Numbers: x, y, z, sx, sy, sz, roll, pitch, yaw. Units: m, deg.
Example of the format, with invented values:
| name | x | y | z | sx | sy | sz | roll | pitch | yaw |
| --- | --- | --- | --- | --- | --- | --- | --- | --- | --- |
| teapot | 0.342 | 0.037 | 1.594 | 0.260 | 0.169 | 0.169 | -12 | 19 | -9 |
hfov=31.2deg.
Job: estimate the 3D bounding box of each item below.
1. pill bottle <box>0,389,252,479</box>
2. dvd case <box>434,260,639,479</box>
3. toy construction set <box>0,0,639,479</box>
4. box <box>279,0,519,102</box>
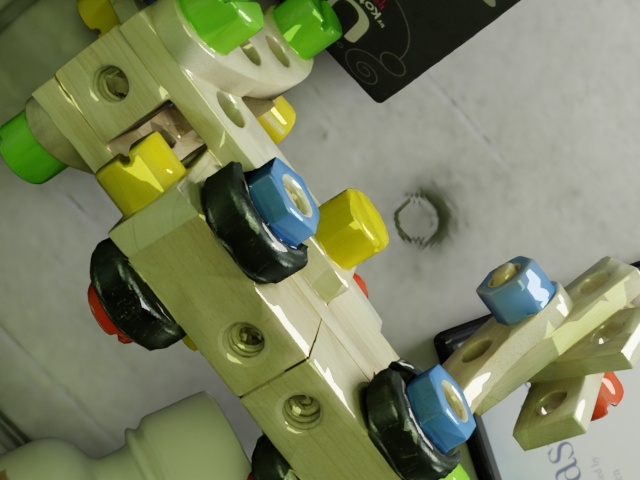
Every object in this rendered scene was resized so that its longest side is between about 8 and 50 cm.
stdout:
| name | x | y | z | sx | sy | sz | roll | pitch | yaw |
| --- | --- | --- | --- | --- | --- | --- | --- | --- | --- |
| pill bottle | -0.131 | 0.161 | 0.501 | 0.229 | 0.131 | 0.131 | -25 | 93 | -12 |
| dvd case | 0.204 | 0.096 | 0.632 | 0.253 | 0.022 | 0.180 | -18 | 91 | -12 |
| toy construction set | 0.000 | 0.000 | 0.508 | 0.328 | 0.215 | 0.151 | 40 | 112 | -8 |
| box | 0.066 | -0.196 | 0.482 | 0.165 | 0.270 | 0.143 | 47 | 66 | -7 |
